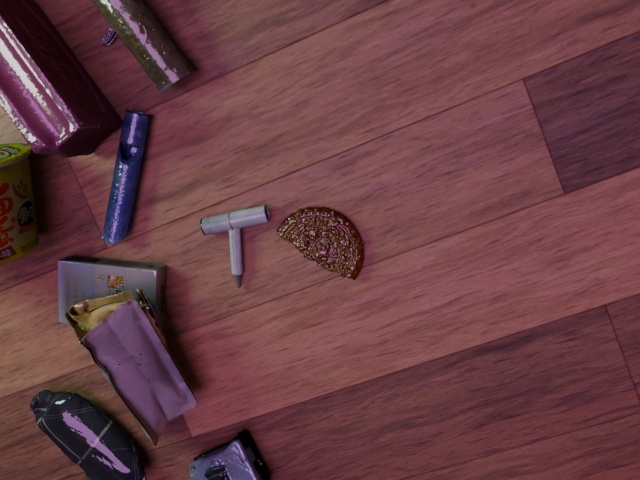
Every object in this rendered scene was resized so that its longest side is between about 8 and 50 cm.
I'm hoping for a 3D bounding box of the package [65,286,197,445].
[{"bbox_3d":[-0.405,0.265,1.587,0.165,0.221,0.311,-33,114,-18],"label":"package"}]

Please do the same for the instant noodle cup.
[{"bbox_3d":[-0.761,-0.073,1.563,0.311,0.311,0.222,-2,111,11],"label":"instant noodle cup"}]

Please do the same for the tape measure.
[{"bbox_3d":[-0.212,0.566,1.670,0.182,0.107,0.181,-33,87,12],"label":"tape measure"}]

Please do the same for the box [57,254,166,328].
[{"bbox_3d":[-0.482,0.123,1.648,0.242,0.067,0.155,4,103,9],"label":"box"}]

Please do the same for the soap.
[{"bbox_3d":[-0.600,-0.348,1.488,0.128,0.233,0.360,-35,95,12],"label":"soap"}]

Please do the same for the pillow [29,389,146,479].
[{"bbox_3d":[-0.565,0.486,1.725,0.335,0.092,0.161,44,109,0],"label":"pillow"}]

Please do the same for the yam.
[{"bbox_3d":[-0.373,-0.435,1.487,0.093,0.093,0.259,-33,103,15],"label":"yam"}]

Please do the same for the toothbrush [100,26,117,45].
[{"bbox_3d":[-0.363,-0.555,1.510,0.024,0.029,0.354,38,105,-13],"label":"toothbrush"}]

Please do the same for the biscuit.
[{"bbox_3d":[0.012,-0.006,1.553,0.206,0.025,0.126,30,105,3],"label":"biscuit"}]

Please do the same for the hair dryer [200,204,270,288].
[{"bbox_3d":[-0.172,0.022,1.591,0.154,0.044,0.183,-12,104,14],"label":"hair dryer"}]

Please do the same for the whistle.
[{"bbox_3d":[-0.434,-0.139,1.592,0.062,0.062,0.304,16,104,7],"label":"whistle"}]
